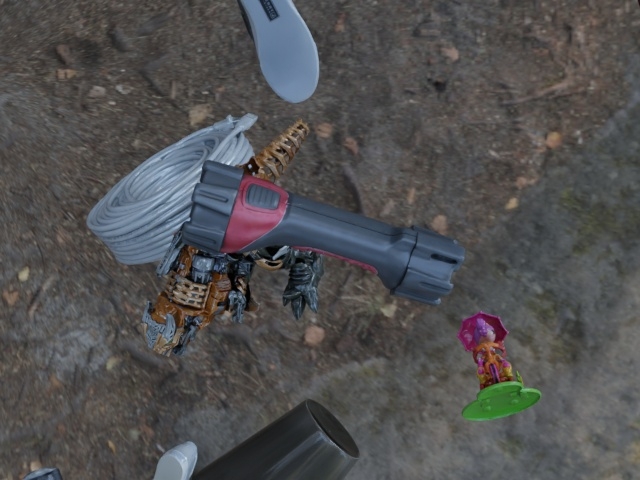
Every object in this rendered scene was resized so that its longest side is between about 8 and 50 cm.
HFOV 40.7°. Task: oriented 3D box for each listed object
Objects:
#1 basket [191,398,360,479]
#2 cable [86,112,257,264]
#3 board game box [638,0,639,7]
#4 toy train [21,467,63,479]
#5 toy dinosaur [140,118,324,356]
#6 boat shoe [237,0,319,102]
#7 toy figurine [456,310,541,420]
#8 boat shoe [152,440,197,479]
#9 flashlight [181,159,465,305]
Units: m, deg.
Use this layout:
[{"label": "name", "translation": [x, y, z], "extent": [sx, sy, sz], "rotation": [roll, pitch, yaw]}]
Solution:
[{"label": "basket", "translation": [-0.060, 0.380, 1.407], "extent": [0.204, 0.154, 0.227], "rotation": [45, 96, 1]}, {"label": "cable", "translation": [-0.208, -0.067, 1.249], "extent": [0.257, 0.257, 0.089], "rotation": [-18, 117, 25]}, {"label": "board game box", "translation": [0.400, -0.217, 0.934], "extent": [0.145, 0.027, 0.281], "rotation": [-43, 117, -36]}, {"label": "toy train", "translation": [-0.320, 0.444, 1.008], "extent": [0.190, 0.142, 0.334], "rotation": [-18, 86, -31]}, {"label": "toy dinosaur", "translation": [-0.096, 0.006, 1.086], "extent": [0.322, 0.164, 0.218], "rotation": [-44, 146, 8]}, {"label": "boat shoe", "translation": [-0.068, -0.293, 1.136], "extent": [0.080, 0.076, 0.229], "rotation": [-26, 118, 6]}, {"label": "toy figurine", "translation": [0.269, 0.188, 1.394], "extent": [0.130, 0.159, 0.173], "rotation": [-16, 151, 7]}, {"label": "boat shoe", "translation": [-0.245, 0.395, 1.396], "extent": [0.063, 0.066, 0.184], "rotation": [-32, 146, -55]}, {"label": "flashlight", "translation": [0.000, 0.000, 0.979], "extent": [0.304, 0.103, 0.103], "rotation": [18, 103, -8]}]
